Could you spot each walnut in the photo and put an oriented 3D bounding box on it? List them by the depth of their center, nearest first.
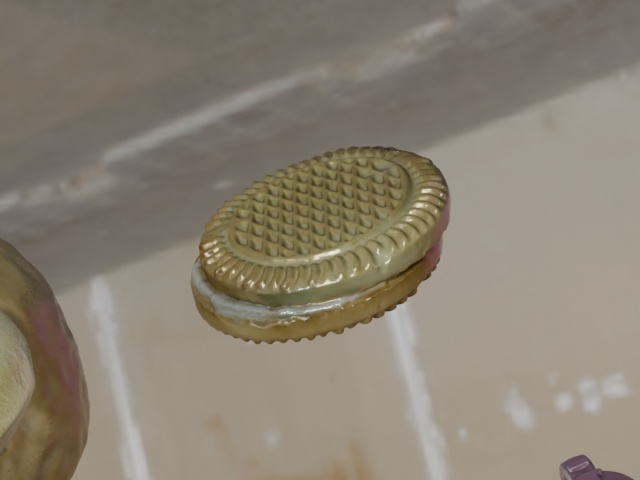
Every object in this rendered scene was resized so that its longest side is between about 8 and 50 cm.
[{"bbox_3d":[-0.428,0.161,1.872,0.381,0.381,0.381,-13,168,-3],"label":"walnut"}]

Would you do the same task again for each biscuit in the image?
[{"bbox_3d":[0.000,0.000,1.651,0.259,0.079,0.259,-13,-151,8],"label":"biscuit"}]

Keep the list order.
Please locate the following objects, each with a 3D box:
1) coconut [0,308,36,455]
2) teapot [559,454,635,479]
[{"bbox_3d":[-0.293,0.104,1.329,0.161,0.161,0.162,-18,128,21],"label":"coconut"},{"bbox_3d":[0.262,0.260,1.579,0.116,0.148,0.146,-3,133,20],"label":"teapot"}]
